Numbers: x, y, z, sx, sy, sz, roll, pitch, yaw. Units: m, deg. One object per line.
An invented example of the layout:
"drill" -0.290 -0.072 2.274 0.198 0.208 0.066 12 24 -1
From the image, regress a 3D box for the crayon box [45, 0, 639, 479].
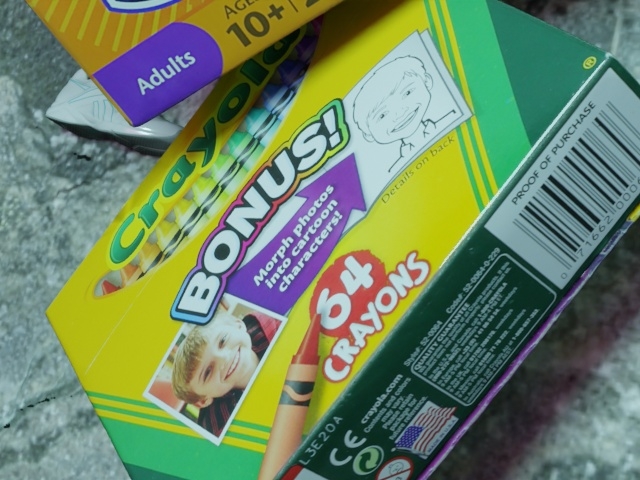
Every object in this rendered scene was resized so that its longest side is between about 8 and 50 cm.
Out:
"crayon box" 0.000 0.000 0.753 0.363 0.106 0.313 -52 38 4

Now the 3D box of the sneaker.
"sneaker" -0.169 -0.112 0.984 0.152 0.053 0.061 19 80 32

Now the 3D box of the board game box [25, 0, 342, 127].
"board game box" -0.068 -0.368 0.757 0.356 0.356 0.356 -29 29 17
